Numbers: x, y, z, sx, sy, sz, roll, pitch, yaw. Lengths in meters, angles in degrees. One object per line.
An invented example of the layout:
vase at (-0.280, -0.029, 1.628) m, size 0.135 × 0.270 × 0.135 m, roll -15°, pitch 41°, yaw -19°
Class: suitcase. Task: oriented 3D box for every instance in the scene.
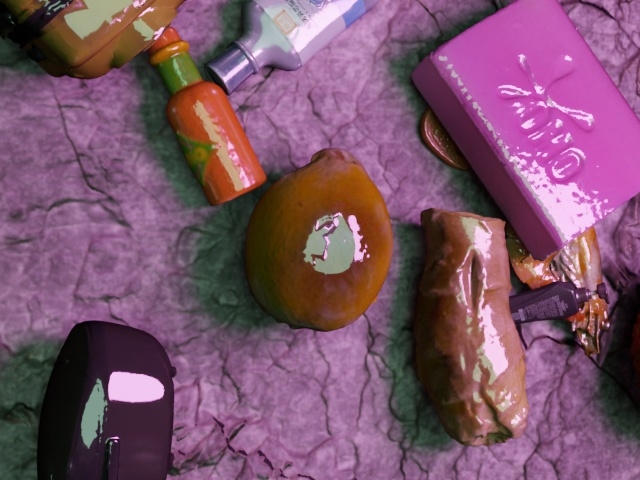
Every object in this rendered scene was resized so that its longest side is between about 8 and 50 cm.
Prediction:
suitcase at (-0.198, -0.256, 0.881) m, size 0.235 × 0.194 × 0.143 m, roll -47°, pitch 112°, yaw -11°

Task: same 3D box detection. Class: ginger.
ginger at (0.159, 0.095, 1.024) m, size 0.109 × 0.116 × 0.263 m, roll -3°, pitch 85°, yaw -27°

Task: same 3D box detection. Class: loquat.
loquat at (0.000, 0.000, 0.964) m, size 0.152 × 0.152 × 0.195 m, roll 16°, pitch 93°, yaw -16°

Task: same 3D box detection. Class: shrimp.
shrimp at (0.280, 0.035, 1.096) m, size 0.115 × 0.051 × 0.217 m, roll -19°, pitch 96°, yaw -10°

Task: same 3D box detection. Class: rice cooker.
rice cooker at (-0.207, 0.179, 0.903) m, size 0.118 × 0.142 × 0.203 m, roll 5°, pitch 91°, yaw -28°

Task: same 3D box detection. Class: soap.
soap at (0.246, -0.131, 1.044) m, size 0.181 × 0.081 × 0.259 m, roll -32°, pitch 87°, yaw -18°

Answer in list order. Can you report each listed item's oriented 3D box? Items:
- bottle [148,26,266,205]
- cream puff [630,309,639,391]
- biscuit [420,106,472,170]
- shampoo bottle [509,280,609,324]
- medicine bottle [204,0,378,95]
bottle at (-0.125, -0.130, 0.967) m, size 0.069 × 0.069 × 0.187 m, roll -28°, pitch 95°, yaw -15°
cream puff at (0.464, 0.125, 1.093) m, size 0.240 × 0.164 × 0.240 m, roll 3°, pitch 85°, yaw -31°
biscuit at (0.159, -0.126, 1.078) m, size 0.091 × 0.015 × 0.078 m, roll 42°, pitch 77°, yaw -12°
shampoo bottle at (0.256, 0.071, 1.063) m, size 0.137 × 0.027 × 0.048 m, roll -15°, pitch 118°, yaw 17°
medicine bottle at (-0.033, -0.235, 1.001) m, size 0.208 × 0.054 × 0.090 m, roll -42°, pitch 102°, yaw -13°
